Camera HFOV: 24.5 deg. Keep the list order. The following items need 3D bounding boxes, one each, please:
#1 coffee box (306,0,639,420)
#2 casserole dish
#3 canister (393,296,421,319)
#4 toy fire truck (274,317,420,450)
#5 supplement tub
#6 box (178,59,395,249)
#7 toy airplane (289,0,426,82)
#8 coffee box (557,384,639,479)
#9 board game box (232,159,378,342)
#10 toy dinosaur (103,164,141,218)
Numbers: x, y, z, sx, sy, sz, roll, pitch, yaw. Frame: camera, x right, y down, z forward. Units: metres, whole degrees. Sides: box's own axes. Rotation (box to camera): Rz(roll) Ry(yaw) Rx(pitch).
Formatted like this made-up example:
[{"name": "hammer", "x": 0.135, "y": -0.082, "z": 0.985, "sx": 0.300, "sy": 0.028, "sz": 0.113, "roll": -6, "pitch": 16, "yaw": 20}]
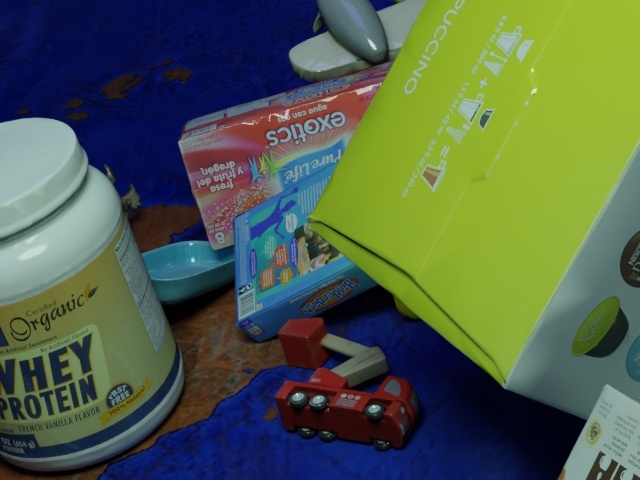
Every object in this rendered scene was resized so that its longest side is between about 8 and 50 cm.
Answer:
[{"name": "coffee box", "x": 0.256, "y": -0.046, "z": 1.275, "sx": 0.337, "sy": 0.334, "sz": 0.338, "roll": -62, "pitch": 35, "yaw": 8}, {"name": "casserole dish", "x": -0.162, "y": 0.037, "z": 1.711, "sx": 0.114, "sy": 0.037, "sz": 0.188, "roll": 8, "pitch": 17, "yaw": 32}, {"name": "canister", "x": 0.131, "y": 0.006, "z": 1.630, "sx": 0.126, "sy": 0.073, "sz": 0.170, "roll": -15, "pitch": 33, "yaw": 6}, {"name": "toy fire truck", "x": 0.025, "y": 0.142, "z": 1.492, "sx": 0.192, "sy": 0.047, "sz": 0.135, "roll": 5, "pitch": 36, "yaw": 31}, {"name": "supplement tub", "x": -0.290, "y": 0.056, "z": 1.524, "sx": 0.228, "sy": 0.316, "sz": 0.228, "roll": -13, "pitch": 32, "yaw": 8}, {"name": "box", "x": -0.008, "y": -0.109, "z": 1.782, "sx": 0.300, "sy": 0.142, "sz": 0.154, "roll": -16, "pitch": 14, "yaw": 2}, {"name": "toy airplane", "x": 0.189, "y": -0.329, "z": 1.936, "sx": 0.384, "sy": 0.272, "sz": 0.386, "roll": 4, "pitch": 37, "yaw": 30}, {"name": "coffee box", "x": 0.213, "y": 0.244, "z": 1.015, "sx": 0.246, "sy": 0.141, "sz": 0.098, "roll": -63, "pitch": 22, "yaw": 2}, {"name": "board game box", "x": 0.000, "y": 0.000, "z": 1.622, "sx": 0.210, "sy": 0.047, "sz": 0.160, "roll": -27, "pitch": 45, "yaw": 25}, {"name": "toy dinosaur", "x": -0.316, "y": 0.010, "z": 1.811, "sx": 0.200, "sy": 0.127, "sz": 0.295, "roll": -28, "pitch": 48, "yaw": 3}]
